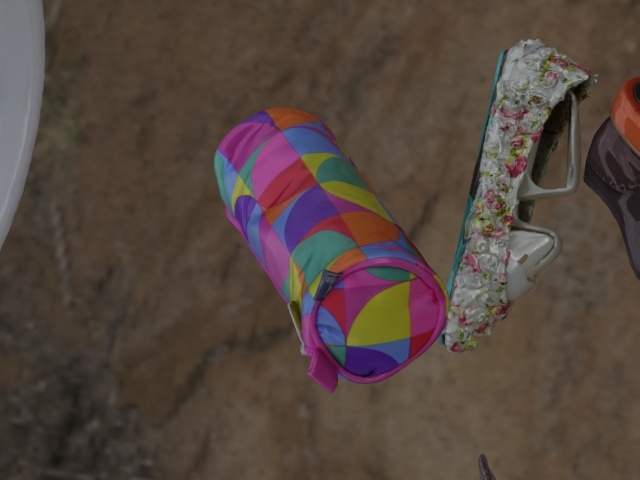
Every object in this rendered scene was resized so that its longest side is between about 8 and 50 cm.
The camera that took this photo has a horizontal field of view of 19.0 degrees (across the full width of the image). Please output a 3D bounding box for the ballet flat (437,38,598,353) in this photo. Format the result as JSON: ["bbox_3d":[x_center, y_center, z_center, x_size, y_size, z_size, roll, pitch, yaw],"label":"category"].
[{"bbox_3d":[0.146,-0.029,1.394,0.077,0.091,0.241,12,88,18],"label":"ballet flat"}]

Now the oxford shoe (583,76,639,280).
[{"bbox_3d":[0.274,0.012,1.284,0.271,0.097,0.098,58,135,33],"label":"oxford shoe"}]

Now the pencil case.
[{"bbox_3d":[0.000,0.000,1.276,0.104,0.104,0.236,-59,30,18],"label":"pencil case"}]

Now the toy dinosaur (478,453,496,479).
[{"bbox_3d":[0.116,0.317,1.486,0.127,0.200,0.296,10,85,31],"label":"toy dinosaur"}]

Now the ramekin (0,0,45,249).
[{"bbox_3d":[-0.269,-0.074,1.010,0.135,0.277,0.277,13,87,17],"label":"ramekin"}]
